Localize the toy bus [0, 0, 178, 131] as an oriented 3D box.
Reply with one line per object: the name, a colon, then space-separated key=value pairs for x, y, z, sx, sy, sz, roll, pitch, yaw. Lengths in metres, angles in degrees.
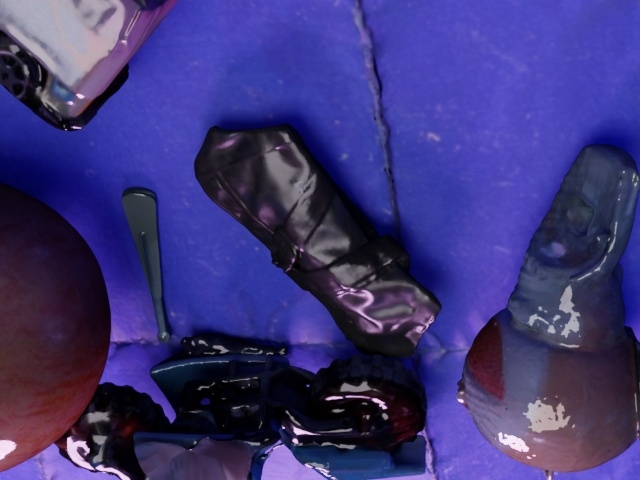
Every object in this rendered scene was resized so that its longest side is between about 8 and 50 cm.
toy bus: x=-0.298 y=-0.289 z=1.046 sx=0.386 sy=0.171 sz=0.162 roll=41 pitch=114 yaw=-12

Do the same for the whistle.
whistle: x=0.221 y=0.077 z=1.131 sx=0.189 sy=0.189 sz=0.348 roll=9 pitch=114 yaw=11

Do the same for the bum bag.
bum bag: x=0.000 y=0.000 z=1.200 sx=0.310 sy=0.074 sz=0.137 roll=46 pitch=133 yaw=-15

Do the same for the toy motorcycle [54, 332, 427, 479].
toy motorcycle: x=-0.080 y=0.227 z=1.333 sx=0.415 sy=0.172 sz=0.232 roll=-9 pitch=128 yaw=10

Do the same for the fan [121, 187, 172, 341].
fan: x=-0.181 y=0.030 z=1.306 sx=0.038 sy=0.016 sz=0.193 roll=1 pitch=123 yaw=13

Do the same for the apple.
apple: x=-0.385 y=0.086 z=1.213 sx=0.344 sy=0.269 sz=0.345 roll=-1 pitch=87 yaw=23
